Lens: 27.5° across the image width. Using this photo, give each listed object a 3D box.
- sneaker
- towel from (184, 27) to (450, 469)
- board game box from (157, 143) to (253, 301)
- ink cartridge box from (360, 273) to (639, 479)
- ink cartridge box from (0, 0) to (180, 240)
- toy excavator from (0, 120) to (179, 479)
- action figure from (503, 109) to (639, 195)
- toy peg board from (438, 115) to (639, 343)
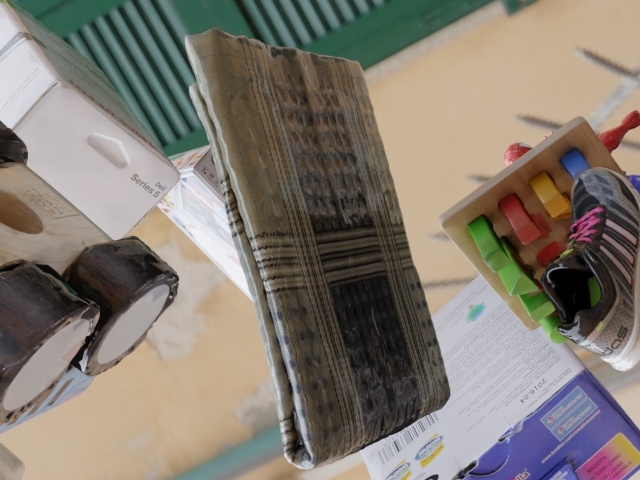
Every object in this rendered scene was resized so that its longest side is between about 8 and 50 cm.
[{"bbox_3d":[0.205,0.012,0.988,0.075,0.063,0.170,18,-123,-27],"label":"sneaker"},{"bbox_3d":[0.000,0.000,1.023,0.312,0.056,0.324,-6,-99,-67],"label":"towel"},{"bbox_3d":[-0.082,0.009,1.665,0.305,0.053,0.193,47,158,-18],"label":"board game box"},{"bbox_3d":[0.191,0.222,1.472,0.151,0.270,0.395,47,-174,-18],"label":"ink cartridge box"},{"bbox_3d":[-0.300,-0.144,1.462,0.198,0.115,0.273,39,-173,-42],"label":"ink cartridge box"},{"bbox_3d":[-0.318,0.127,1.060,0.222,0.445,0.433,40,-164,9],"label":"toy excavator"},{"bbox_3d":[0.321,-0.067,1.302,0.091,0.280,0.139,107,179,-50],"label":"action figure"},{"bbox_3d":[0.222,0.004,1.187,0.161,0.161,0.079,47,-167,-29],"label":"toy peg board"}]
